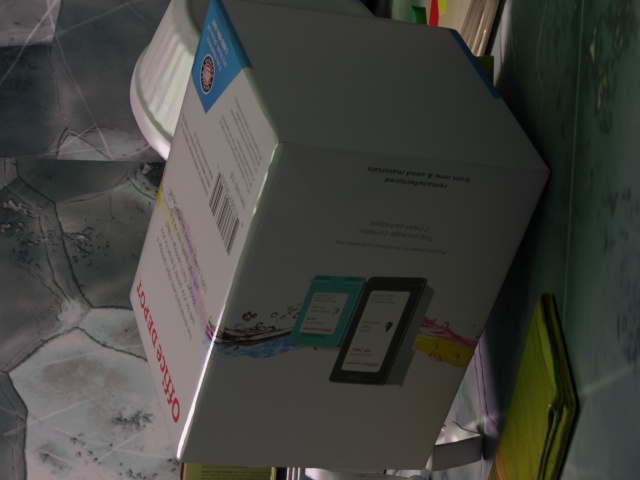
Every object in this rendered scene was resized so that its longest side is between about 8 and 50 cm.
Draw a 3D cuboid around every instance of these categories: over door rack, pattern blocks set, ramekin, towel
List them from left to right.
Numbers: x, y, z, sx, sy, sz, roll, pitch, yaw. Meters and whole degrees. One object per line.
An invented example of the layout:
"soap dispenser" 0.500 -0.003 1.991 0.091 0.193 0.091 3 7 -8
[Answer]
"ramekin" -0.050 -0.171 1.750 0.272 0.273 0.127 -96 21 -47
"over door rack" 0.060 0.228 1.456 0.324 0.108 0.239 -147 58 -65
"pattern blocks set" 0.112 -0.206 1.344 0.325 0.026 0.285 111 159 -68
"towel" 0.131 0.152 1.158 0.102 0.021 0.237 -97 11 -46

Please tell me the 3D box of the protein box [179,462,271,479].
"protein box" -0.048 0.166 1.858 0.136 0.200 0.201 -97 11 -47

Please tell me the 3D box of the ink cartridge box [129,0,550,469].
"ink cartridge box" 0.000 0.000 1.228 0.198 0.197 0.270 -114 36 -50

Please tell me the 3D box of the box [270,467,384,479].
"box" -0.001 0.301 1.809 0.036 0.114 0.207 -98 12 -52

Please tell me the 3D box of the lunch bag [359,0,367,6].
"lunch bag" -0.002 -0.279 2.008 0.293 0.138 0.221 80 -175 -54
